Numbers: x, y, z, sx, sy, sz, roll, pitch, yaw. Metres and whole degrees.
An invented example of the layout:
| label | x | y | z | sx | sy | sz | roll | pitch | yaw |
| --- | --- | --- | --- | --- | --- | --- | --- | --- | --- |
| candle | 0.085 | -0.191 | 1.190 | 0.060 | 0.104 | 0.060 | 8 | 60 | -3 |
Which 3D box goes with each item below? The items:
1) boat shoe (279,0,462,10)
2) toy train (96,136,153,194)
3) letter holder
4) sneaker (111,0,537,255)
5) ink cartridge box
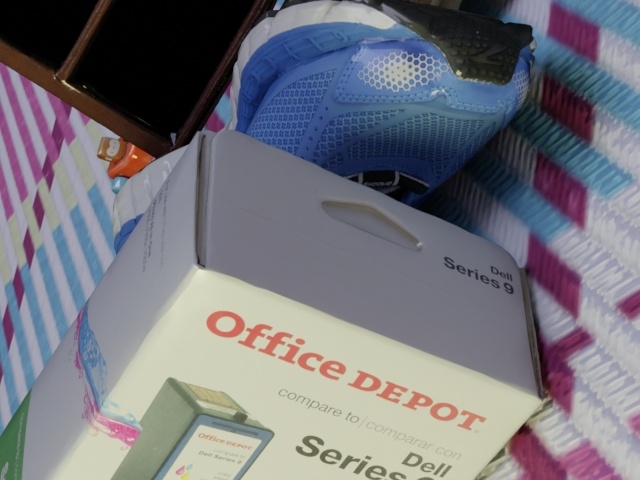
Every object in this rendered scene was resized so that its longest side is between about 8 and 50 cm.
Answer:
| label | x | y | z | sx | sy | sz | roll | pitch | yaw |
| --- | --- | --- | --- | --- | --- | --- | --- | --- | --- |
| boat shoe | 0.079 | -0.185 | 0.870 | 0.285 | 0.089 | 0.104 | -55 | 5 | 25 |
| toy train | -0.127 | -0.120 | 1.357 | 0.125 | 0.046 | 0.166 | -16 | 55 | 65 |
| letter holder | -0.048 | -0.230 | 0.986 | 0.214 | 0.152 | 0.302 | -51 | 9 | 46 |
| sneaker | 0.000 | 0.000 | 0.845 | 0.330 | 0.130 | 0.147 | 137 | 134 | -55 |
| ink cartridge box | -0.030 | 0.076 | 0.752 | 0.212 | 0.154 | 0.093 | -54 | 24 | 32 |
